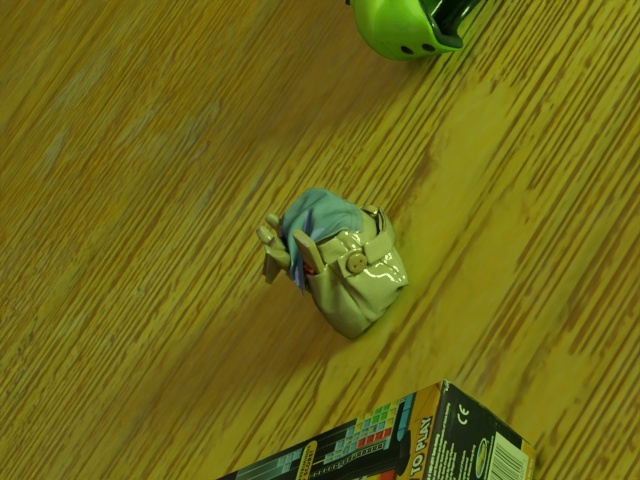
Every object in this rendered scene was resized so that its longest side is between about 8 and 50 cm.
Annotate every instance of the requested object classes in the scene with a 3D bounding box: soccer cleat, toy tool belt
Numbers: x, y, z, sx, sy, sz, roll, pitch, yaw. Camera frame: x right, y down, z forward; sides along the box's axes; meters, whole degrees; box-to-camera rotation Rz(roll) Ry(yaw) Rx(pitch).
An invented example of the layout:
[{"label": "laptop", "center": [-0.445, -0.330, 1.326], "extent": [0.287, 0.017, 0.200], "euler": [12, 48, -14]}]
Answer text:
[{"label": "soccer cleat", "center": [0.077, -0.157, 0.778], "extent": [0.072, 0.060, 0.179], "euler": [15, 75, 53]}, {"label": "toy tool belt", "center": [0.000, 0.000, 0.692], "extent": [0.052, 0.051, 0.083], "euler": [-49, 25, 5]}]

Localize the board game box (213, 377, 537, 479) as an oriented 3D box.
[{"label": "board game box", "center": [-0.011, 0.140, 0.528], "extent": [0.141, 0.048, 0.170], "euler": [-28, 34, 39]}]
